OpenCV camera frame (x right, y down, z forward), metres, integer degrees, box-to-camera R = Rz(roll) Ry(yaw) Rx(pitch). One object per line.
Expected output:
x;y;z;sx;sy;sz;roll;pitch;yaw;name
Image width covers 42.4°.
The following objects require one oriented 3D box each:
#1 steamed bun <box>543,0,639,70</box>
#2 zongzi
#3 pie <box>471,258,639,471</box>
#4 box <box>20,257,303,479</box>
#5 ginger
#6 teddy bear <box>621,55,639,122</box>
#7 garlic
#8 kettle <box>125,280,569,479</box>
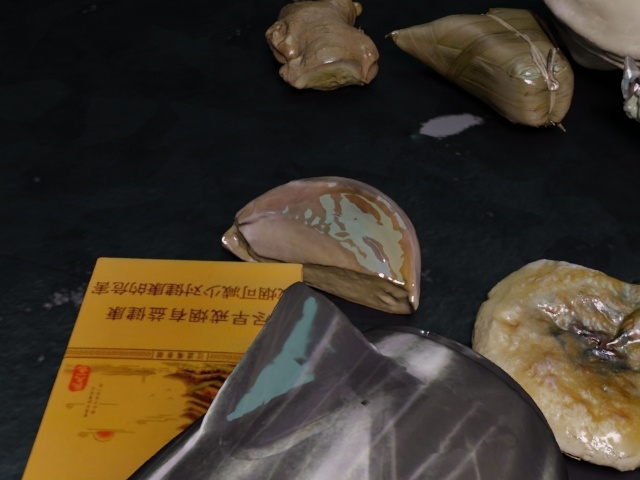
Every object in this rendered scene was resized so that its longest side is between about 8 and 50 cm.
0.387;-0.315;0.989;0.394;0.237;0.347;30;40;-22;steamed bun
0.183;-0.204;0.959;0.197;0.099;0.194;0;35;-5;zongzi
0.226;0.101;0.657;0.218;0.052;0.185;15;49;18;pie
-0.103;0.130;0.593;0.174;0.076;0.274;1;41;1;box
-0.001;-0.259;1.039;0.137;0.074;0.213;4;45;-12;ginger
0.401;-0.106;0.847;0.133;0.111;0.213;-39;66;10;teddy bear
0.013;-0.008;0.750;0.195;0.087;0.101;19;57;15;garlic
0.019;0.207;0.374;0.228;0.321;0.324;-17;24;51;kettle
